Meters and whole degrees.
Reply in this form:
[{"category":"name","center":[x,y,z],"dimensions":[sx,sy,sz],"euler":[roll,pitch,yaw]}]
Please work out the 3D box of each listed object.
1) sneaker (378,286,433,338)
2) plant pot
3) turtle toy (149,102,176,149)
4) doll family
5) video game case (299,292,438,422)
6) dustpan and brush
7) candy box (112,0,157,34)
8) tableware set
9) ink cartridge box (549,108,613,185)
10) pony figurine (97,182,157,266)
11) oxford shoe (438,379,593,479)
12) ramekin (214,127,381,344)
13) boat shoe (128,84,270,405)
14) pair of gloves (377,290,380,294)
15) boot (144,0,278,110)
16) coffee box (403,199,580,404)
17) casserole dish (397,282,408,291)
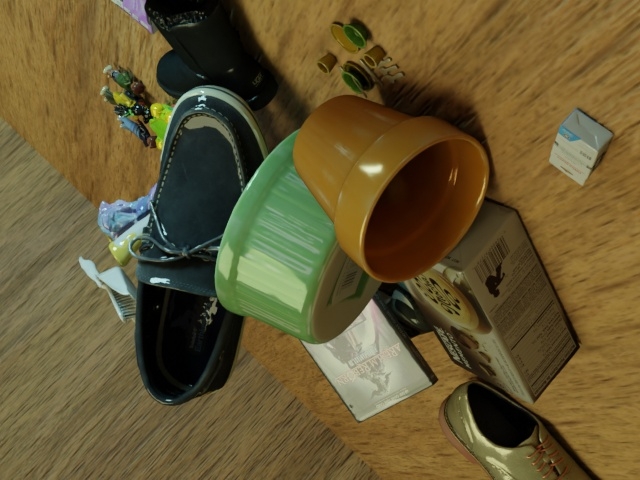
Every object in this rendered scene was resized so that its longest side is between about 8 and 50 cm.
[{"category":"sneaker","center":[0.133,0.145,1.999],"dimensions":[0.100,0.108,0.271],"euler":[30,168,-13]},{"category":"plant pot","center":[0.070,-0.083,1.432],"dimensions":[0.188,0.205,0.205],"euler":[40,166,36]},{"category":"turtle toy","center":[-0.277,-0.217,2.169],"dimensions":[0.130,0.066,0.095],"euler":[33,138,42]},{"category":"doll family","center":[-0.369,-0.257,2.291],"dimensions":[0.111,0.076,0.193],"euler":[29,165,29]},{"category":"video game case","center":[0.052,0.162,1.956],"dimensions":[0.196,0.026,0.274],"euler":[-35,89,41]},{"category":"dustpan and brush","center":[-0.337,0.079,1.893],"dimensions":[0.211,0.060,0.147],"euler":[53,174,42]},{"category":"candy box","center":[-0.300,-0.418,1.690],"dimensions":[0.196,0.070,0.165],"euler":[40,164,10]},{"category":"tableware set","center":[0.038,-0.225,1.453],"dimensions":[0.104,0.024,0.154],"euler":[48,164,-14]},{"category":"ink cartridge box","center":[0.270,-0.096,1.207],"dimensions":[0.048,0.028,0.083],"euler":[39,164,15]},{"category":"pony figurine","center":[-0.184,-0.071,1.931],"dimensions":[0.351,0.363,0.303],"euler":[55,176,17]},{"category":"oxford shoe","center":[0.378,0.403,2.055],"dimensions":[0.397,0.140,0.146],"euler":[38,157,11]},{"category":"ramekin","center":[0.000,0.000,1.646],"dimensions":[0.148,0.303,0.303],"euler":[29,160,21]},{"category":"boat shoe","center":[-0.181,0.022,1.717],"dimensions":[0.187,0.500,0.156],"euler":[14,-160,13]},{"category":"pair of gloves","center":[-0.002,0.069,1.993],"dimensions":[0.204,0.042,0.240],"euler":[-29,88,36]},{"category":"boot","center":[-0.194,-0.295,1.700],"dimensions":[0.246,0.094,0.207],"euler":[20,156,41]},{"category":"coffee box","center":[0.222,0.072,1.598],"dimensions":[0.168,0.119,0.297],"euler":[25,156,45]},{"category":"casserole dish","center":[0.113,0.022,1.890],"dimensions":[0.188,0.037,0.114],"euler":[43,164,5]}]
